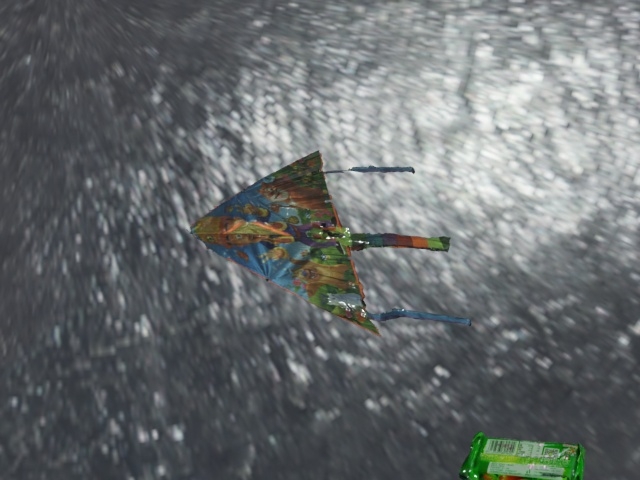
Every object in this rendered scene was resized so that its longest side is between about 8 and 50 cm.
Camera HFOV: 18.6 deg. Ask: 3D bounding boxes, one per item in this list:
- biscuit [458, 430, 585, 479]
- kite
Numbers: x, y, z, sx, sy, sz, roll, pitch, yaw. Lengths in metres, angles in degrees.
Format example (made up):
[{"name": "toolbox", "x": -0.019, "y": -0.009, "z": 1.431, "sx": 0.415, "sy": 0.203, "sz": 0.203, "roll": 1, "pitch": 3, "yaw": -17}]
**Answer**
[{"name": "biscuit", "x": 0.148, "y": 0.159, "z": 1.400, "sx": 0.089, "sy": 0.046, "sz": 0.016, "roll": 3, "pitch": 129, "yaw": 19}, {"name": "kite", "x": 0.000, "y": 0.000, "z": 1.138, "sx": 0.160, "sy": 0.183, "sz": 0.010, "roll": 2, "pitch": 126, "yaw": -14}]
